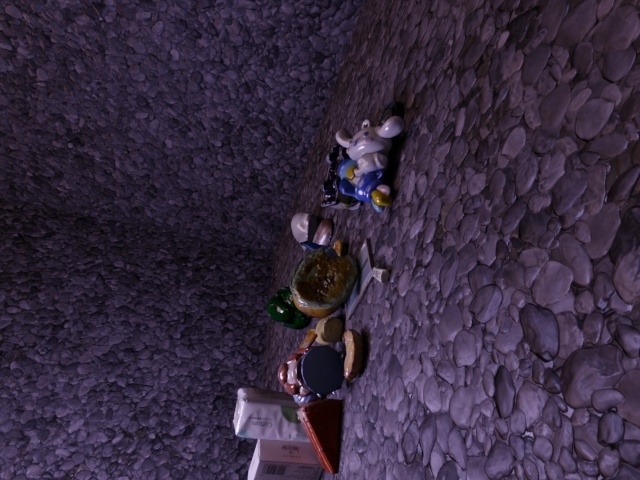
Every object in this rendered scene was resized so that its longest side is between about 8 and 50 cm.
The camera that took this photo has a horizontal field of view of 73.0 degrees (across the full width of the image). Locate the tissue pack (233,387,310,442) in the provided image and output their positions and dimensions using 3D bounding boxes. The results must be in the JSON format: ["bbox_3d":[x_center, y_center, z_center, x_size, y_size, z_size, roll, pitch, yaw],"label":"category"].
[{"bbox_3d":[-0.222,0.820,2.032,0.266,0.357,0.193,151,130,-74],"label":"tissue pack"}]

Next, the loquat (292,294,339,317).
[{"bbox_3d":[-0.012,0.232,1.923,0.235,0.235,0.234,-168,90,-77],"label":"loquat"}]

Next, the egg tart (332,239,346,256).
[{"bbox_3d":[0.090,0.058,2.088,0.130,0.052,0.130,-168,90,-76],"label":"egg tart"}]

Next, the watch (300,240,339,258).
[{"bbox_3d":[0.027,0.135,2.085,0.275,0.068,0.276,11,132,58],"label":"watch"}]

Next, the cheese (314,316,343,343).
[{"bbox_3d":[0.034,0.399,1.915,0.167,0.094,0.123,138,141,-69],"label":"cheese"}]

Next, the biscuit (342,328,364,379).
[{"bbox_3d":[0.126,0.413,1.582,0.118,0.061,0.183,130,148,-61],"label":"biscuit"}]

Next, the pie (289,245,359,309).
[{"bbox_3d":[0.013,0.155,1.791,0.066,0.303,0.302,72,-163,-53],"label":"pie"}]

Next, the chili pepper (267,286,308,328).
[{"bbox_3d":[-0.171,0.391,2.519,0.257,0.249,0.233,-4,62,67],"label":"chili pepper"}]

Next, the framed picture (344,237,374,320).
[{"bbox_3d":[0.153,0.163,1.793,0.213,0.016,0.289,-92,19,-48],"label":"framed picture"}]

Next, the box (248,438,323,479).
[{"bbox_3d":[-0.143,0.933,1.773,0.116,0.275,0.203,-109,32,-64],"label":"box"}]

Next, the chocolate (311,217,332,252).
[{"bbox_3d":[-0.001,-0.001,2.469,0.161,0.083,0.261,-102,26,-65],"label":"chocolate"}]

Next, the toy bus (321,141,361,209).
[{"bbox_3d":[0.120,-0.287,1.993,0.143,0.179,0.305,-4,73,61],"label":"toy bus"}]

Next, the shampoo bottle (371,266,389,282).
[{"bbox_3d":[0.209,0.117,1.555,0.141,0.034,0.048,-152,68,-77],"label":"shampoo bottle"}]

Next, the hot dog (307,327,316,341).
[{"bbox_3d":[-0.022,0.480,2.195,0.066,0.047,0.216,-66,10,-13],"label":"hot dog"}]

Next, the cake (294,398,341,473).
[{"bbox_3d":[0.033,0.748,1.697,0.262,0.160,0.158,61,153,14],"label":"cake"}]

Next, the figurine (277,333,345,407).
[{"bbox_3d":[-0.037,0.557,1.839,0.388,0.248,0.276,-38,38,56],"label":"figurine"}]

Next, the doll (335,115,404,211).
[{"bbox_3d":[0.170,-0.293,1.691,0.376,0.187,0.365,-169,82,-77],"label":"doll"}]

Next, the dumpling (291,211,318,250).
[{"bbox_3d":[-0.106,-0.057,2.795,0.341,0.181,0.259,5,92,55],"label":"dumpling"}]

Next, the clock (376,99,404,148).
[{"bbox_3d":[0.280,-0.465,1.778,0.215,0.042,0.214,-167,90,-78],"label":"clock"}]
